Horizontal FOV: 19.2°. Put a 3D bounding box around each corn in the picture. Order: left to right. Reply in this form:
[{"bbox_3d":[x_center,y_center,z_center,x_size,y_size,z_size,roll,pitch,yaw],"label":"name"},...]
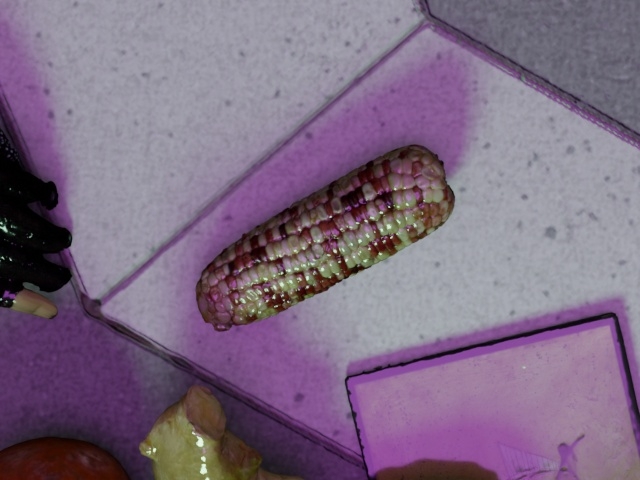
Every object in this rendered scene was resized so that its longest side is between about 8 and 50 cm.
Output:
[{"bbox_3d":[0.000,0.000,1.653,0.253,0.086,0.086,-28,97,6],"label":"corn"}]

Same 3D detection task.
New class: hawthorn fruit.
[{"bbox_3d":[-0.238,0.251,1.653,0.173,0.173,0.172,0,98,0],"label":"hawthorn fruit"}]

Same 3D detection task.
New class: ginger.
[{"bbox_3d":[-0.050,0.312,1.668,0.348,0.122,0.363,31,108,-13],"label":"ginger"}]

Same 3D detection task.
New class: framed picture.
[{"bbox_3d":[0.183,0.255,1.722,0.255,0.014,0.338,-13,98,2],"label":"framed picture"}]

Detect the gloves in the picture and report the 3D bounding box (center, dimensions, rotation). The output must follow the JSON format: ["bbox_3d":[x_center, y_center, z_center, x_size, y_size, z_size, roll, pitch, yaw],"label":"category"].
[{"bbox_3d":[-0.284,-0.006,1.641,0.129,0.106,0.180,-35,93,3],"label":"gloves"}]
